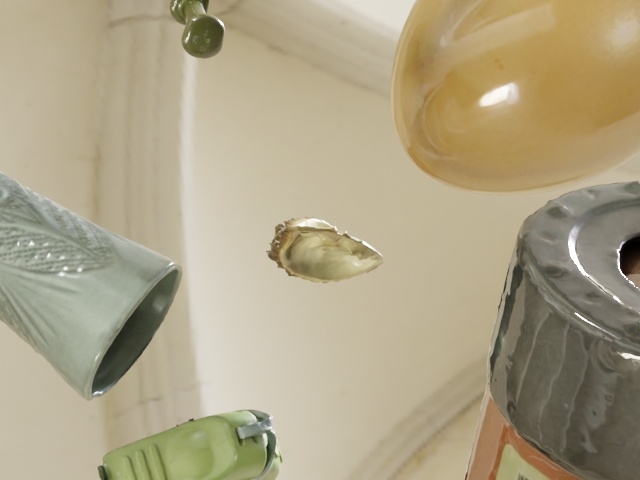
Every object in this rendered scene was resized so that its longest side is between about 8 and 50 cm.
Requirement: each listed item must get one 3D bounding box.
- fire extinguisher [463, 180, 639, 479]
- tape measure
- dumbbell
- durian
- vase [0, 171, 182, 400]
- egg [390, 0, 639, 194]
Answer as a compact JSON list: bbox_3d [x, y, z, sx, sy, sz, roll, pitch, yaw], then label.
[{"bbox_3d":[0.127,0.169,0.616,0.113,0.200,0.376,-58,-17,-54],"label":"fire extinguisher"},{"bbox_3d":[-0.118,0.229,1.596,0.154,0.177,0.087,53,-161,-66],"label":"tape measure"},{"bbox_3d":[-0.138,-0.245,1.727,0.046,0.118,0.052,8,-62,-19],"label":"dumbbell"},{"bbox_3d":[-0.001,0.010,1.249,0.130,0.066,0.052,20,-91,-49],"label":"durian"},{"bbox_3d":[-0.196,-0.005,0.917,0.219,0.096,0.096,34,-128,7],"label":"vase"},{"bbox_3d":[0.160,-0.134,1.115,0.244,0.201,0.201,-37,-58,5],"label":"egg"}]
